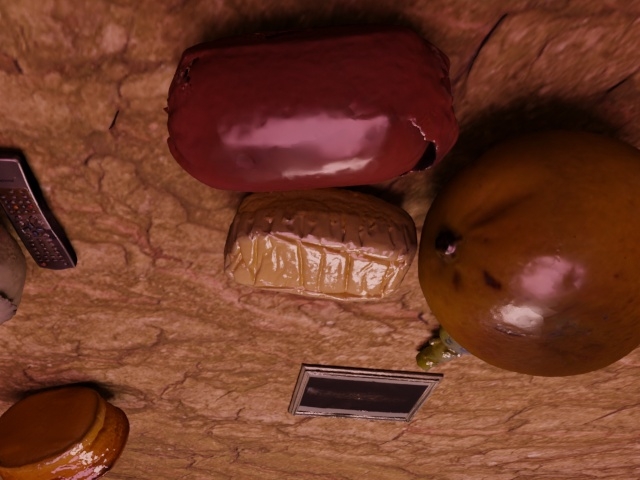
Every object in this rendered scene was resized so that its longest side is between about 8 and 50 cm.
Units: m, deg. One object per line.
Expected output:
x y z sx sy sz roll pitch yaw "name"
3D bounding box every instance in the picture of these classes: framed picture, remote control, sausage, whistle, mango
0.088 0.333 1.138 0.293 0.018 0.231 6 139 -7 "framed picture"
-0.376 -0.032 0.698 0.059 0.028 0.212 -2 140 -4 "remote control"
-0.007 -0.122 0.506 0.279 0.152 0.152 -3 139 1 "sausage"
0.234 0.173 0.933 0.104 0.057 0.198 24 141 -12 "whistle"
0.294 0.042 0.662 0.301 0.221 0.445 -32 140 23 "mango"

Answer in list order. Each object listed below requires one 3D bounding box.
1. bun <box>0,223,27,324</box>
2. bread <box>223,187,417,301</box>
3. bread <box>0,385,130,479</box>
-0.506 0.033 0.687 0.239 0.141 0.239 -2 145 -2 "bun"
0.000 0.000 0.679 0.236 0.106 0.140 8 140 -9 "bread"
-0.526 0.401 1.077 0.269 0.195 0.143 -12 128 9 "bread"
